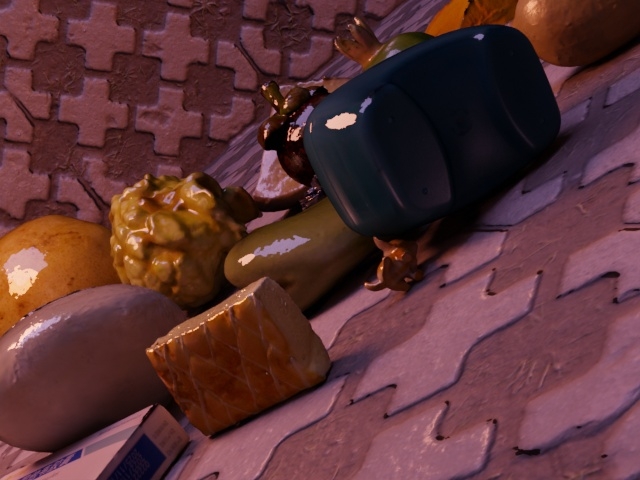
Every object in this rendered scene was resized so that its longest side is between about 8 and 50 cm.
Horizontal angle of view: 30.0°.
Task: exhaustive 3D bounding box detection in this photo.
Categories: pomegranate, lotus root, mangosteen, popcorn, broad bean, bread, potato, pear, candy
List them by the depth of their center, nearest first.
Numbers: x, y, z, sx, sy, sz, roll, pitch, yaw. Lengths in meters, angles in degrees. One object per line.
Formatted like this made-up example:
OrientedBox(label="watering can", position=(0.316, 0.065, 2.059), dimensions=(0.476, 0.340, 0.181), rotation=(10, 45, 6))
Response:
OrientedBox(label="bread", position=(-0.092, 0.128, 1.310), dimensions=(0.188, 0.125, 0.068), rotation=(-29, 14, 35))
OrientedBox(label="candy", position=(-0.297, 0.172, 1.541), dimensions=(0.295, 0.185, 0.295), rotation=(-31, -18, -11))
OrientedBox(label="broad bean", position=(0.000, 0.000, 1.547), dimensions=(0.263, 0.121, 0.189), rotation=(-38, 15, -9))
OrientedBox(label="lotus root", position=(0.373, -0.325, 1.604), dimensions=(0.303, 0.146, 0.131), rotation=(-31, 12, 17))
OrientedBox(label="pomegranate", position=(0.122, -0.273, 1.960), dimensions=(0.187, 0.225, 0.187), rotation=(-50, 4, 5))
OrientedBox(label="mangosteen", position=(-0.016, -0.172, 1.989), dimensions=(0.172, 0.184, 0.172), rotation=(-173, 90, -81))
OrientedBox(label="popcorn", position=(-0.232, -0.002, 2.008), dimensions=(0.270, 0.224, 0.258), rotation=(-35, 26, -35))
OrientedBox(label="pear", position=(-0.465, 0.107, 2.089), dimensions=(0.314, 0.314, 0.314), rotation=(-36, 12, 9))
OrientedBox(label="potato", position=(0.005, -0.149, 2.174), dimensions=(0.211, 0.189, 0.264), rotation=(68, -149, -67))

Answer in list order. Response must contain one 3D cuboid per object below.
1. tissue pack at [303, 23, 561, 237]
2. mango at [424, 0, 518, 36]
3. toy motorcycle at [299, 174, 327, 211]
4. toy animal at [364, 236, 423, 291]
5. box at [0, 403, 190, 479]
OrientedBox(label="tissue pack", position=(0.124, -0.131, 1.439), dimensions=(0.287, 0.198, 0.206), rotation=(-32, 10, -24))
OrientedBox(label="mango", position=(0.264, -0.361, 2.102), dimensions=(0.187, 0.138, 0.257), rotation=(-50, 9, -1))
OrientedBox(label="toy motorcycle", position=(0.065, -0.106, 1.833), dimensions=(0.157, 0.091, 0.263), rotation=(-38, 10, -24))
OrientedBox(label="toy animal", position=(0.080, 0.028, 1.361), dimensions=(0.081, 0.060, 0.083), rotation=(-37, 20, -3))
OrientedBox(label="box", position=(-0.325, 0.321, 1.414), dimensions=(0.343, 0.065, 0.200), rotation=(-29, 15, 38))
